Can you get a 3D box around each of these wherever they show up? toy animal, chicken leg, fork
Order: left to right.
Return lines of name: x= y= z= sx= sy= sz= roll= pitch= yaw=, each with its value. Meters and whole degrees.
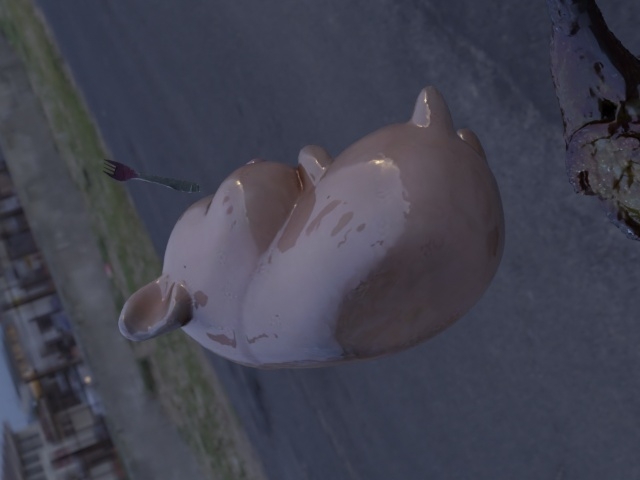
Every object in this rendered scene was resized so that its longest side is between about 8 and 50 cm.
fork: x=-0.142 y=-0.052 z=0.998 sx=0.012 sy=0.115 sz=0.016 roll=8 pitch=88 yaw=38
toy animal: x=0.005 y=0.009 z=0.806 sx=0.166 sy=0.250 sz=0.154 roll=40 pitch=-142 yaw=-49
chicken leg: x=0.107 y=-0.035 z=0.381 sx=0.145 sy=0.037 sz=0.062 roll=44 pitch=145 yaw=-4

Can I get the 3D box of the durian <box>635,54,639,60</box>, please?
durian: x=0.213 y=-0.038 z=0.479 sx=0.167 sy=0.196 sz=0.196 roll=-67 pitch=20 yaw=2
